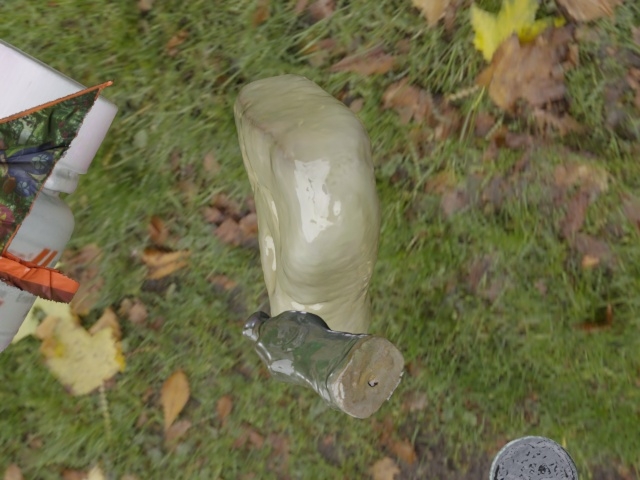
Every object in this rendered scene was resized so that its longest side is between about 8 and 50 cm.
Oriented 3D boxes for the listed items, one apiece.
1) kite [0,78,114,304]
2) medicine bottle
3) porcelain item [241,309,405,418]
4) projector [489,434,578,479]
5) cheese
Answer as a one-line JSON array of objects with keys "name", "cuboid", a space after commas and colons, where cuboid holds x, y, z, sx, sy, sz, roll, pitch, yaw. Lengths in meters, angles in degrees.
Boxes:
[{"name": "kite", "cuboid": [-0.189, -0.001, 0.677, 0.009, 0.189, 0.232, 28, 87, 36]}, {"name": "medicine bottle", "cuboid": [-0.390, -0.059, 1.404, 0.256, 0.256, 0.325, 30, 91, 0]}, {"name": "porcelain item", "cuboid": [-0.015, 0.112, 1.268, 0.069, 0.216, 0.081, 43, 73, -35]}, {"name": "projector", "cuboid": [0.267, 0.330, 1.636, 0.108, 0.337, 0.108, -2, 72, 6]}, {"name": "cheese", "cuboid": [0.000, 0.000, 1.410, 0.129, 0.328, 0.351, -13, 103, -8]}]
